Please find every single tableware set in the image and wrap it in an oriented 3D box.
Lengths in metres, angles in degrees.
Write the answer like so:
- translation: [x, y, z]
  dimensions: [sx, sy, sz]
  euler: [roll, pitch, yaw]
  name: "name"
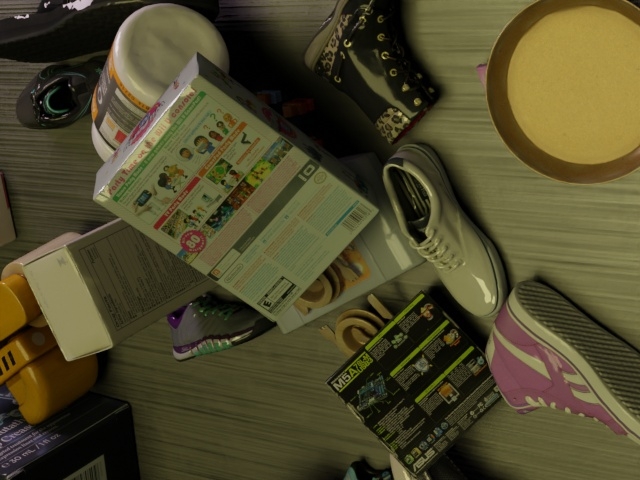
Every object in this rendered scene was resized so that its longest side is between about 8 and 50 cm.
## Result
- translation: [0.020, 0.101, 1.830]
  dimensions: [0.194, 0.039, 0.128]
  euler: [46, 131, -7]
  name: "tableware set"

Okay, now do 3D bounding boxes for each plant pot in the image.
- translation: [0.316, -0.184, 1.549]
  dimensions: [0.236, 0.032, 0.236]
  euler: [8, 110, 24]
  name: "plant pot"

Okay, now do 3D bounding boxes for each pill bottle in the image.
- translation: [-0.238, -0.204, 1.832]
  dimensions: [0.162, 0.162, 0.278]
  euler: [54, 152, 5]
  name: "pill bottle"

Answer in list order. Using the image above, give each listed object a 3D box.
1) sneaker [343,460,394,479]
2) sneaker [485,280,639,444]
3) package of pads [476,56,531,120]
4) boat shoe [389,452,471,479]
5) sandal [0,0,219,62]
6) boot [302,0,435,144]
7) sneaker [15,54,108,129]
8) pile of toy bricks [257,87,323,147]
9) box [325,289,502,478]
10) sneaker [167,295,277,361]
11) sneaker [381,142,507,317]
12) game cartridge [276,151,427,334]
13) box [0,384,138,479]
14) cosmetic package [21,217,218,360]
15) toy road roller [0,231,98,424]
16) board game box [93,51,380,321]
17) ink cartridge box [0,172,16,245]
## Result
- translation: [0.100, 0.383, 1.939]
  dimensions: [0.162, 0.063, 0.073]
  euler: [20, 116, 28]
  name: "sneaker"
- translation: [0.334, 0.195, 1.678]
  dimensions: [0.282, 0.102, 0.161]
  euler: [45, 132, 26]
  name: "sneaker"
- translation: [0.235, -0.191, 1.625]
  dimensions: [0.050, 0.032, 0.083]
  euler: [-16, 99, 39]
  name: "package of pads"
- translation: [0.251, 0.393, 1.810]
  dimensions: [0.158, 0.127, 0.340]
  euler: [-33, 96, 33]
  name: "boat shoe"
- translation: [-0.339, -0.347, 1.902]
  dimensions: [0.445, 0.167, 0.107]
  euler: [-3, 83, 37]
  name: "sandal"
- translation: [0.094, -0.251, 1.670]
  dimensions: [0.178, 0.085, 0.236]
  euler: [48, 135, 7]
  name: "boot"
- translation: [-0.415, -0.228, 2.025]
  dimensions: [0.267, 0.106, 0.101]
  euler: [-15, 101, 45]
  name: "sneaker"
- translation: [-0.107, -0.149, 1.840]
  dimensions: [0.212, 0.105, 0.118]
  euler: [5, 111, 34]
  name: "pile of toy bricks"
- translation: [0.135, 0.197, 1.772]
  dimensions: [0.190, 0.045, 0.184]
  euler: [-44, 84, 0]
  name: "box"
- translation: [-0.166, 0.123, 2.013]
  dimensions: [0.223, 0.083, 0.098]
  euler: [-19, 92, 40]
  name: "sneaker"
- translation: [0.155, -0.004, 1.720]
  dimensions: [0.094, 0.091, 0.258]
  euler: [-32, 88, 40]
  name: "sneaker"
- translation: [0.000, 0.000, 1.861]
  dimensions: [0.297, 0.062, 0.198]
  euler: [-31, 94, 40]
  name: "game cartridge"
- translation: [-0.566, 0.395, 2.274]
  dimensions: [0.395, 0.293, 0.212]
  euler: [9, 113, 32]
  name: "box"
- translation: [-0.268, 0.039, 1.901]
  dimensions: [0.113, 0.309, 0.160]
  euler: [-20, 96, 40]
  name: "cosmetic package"
- translation: [-0.459, 0.157, 2.160]
  dimensions: [0.329, 0.202, 0.241]
  euler: [-33, 91, 44]
  name: "toy road roller"
- translation: [-0.110, -0.065, 1.697]
  dimensions: [0.303, 0.097, 0.224]
  euler: [36, 109, -21]
  name: "board game box"
- translation: [-0.649, -0.046, 2.258]
  dimensions: [0.176, 0.127, 0.128]
  euler: [4, 112, 34]
  name: "ink cartridge box"
